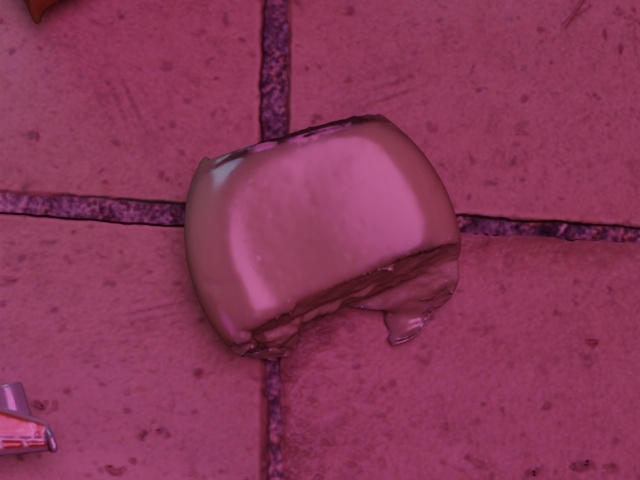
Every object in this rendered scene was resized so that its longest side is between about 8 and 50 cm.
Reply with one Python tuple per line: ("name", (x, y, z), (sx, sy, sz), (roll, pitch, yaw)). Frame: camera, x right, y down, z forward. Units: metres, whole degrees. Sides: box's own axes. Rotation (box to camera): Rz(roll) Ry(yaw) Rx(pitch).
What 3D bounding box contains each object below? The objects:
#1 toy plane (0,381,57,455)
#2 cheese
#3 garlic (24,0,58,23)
("toy plane", (-0.356, 0.208, 1.516), (0.245, 0.117, 0.244), (3, 74, -10))
("cheese", (0.000, 0.000, 1.649), (0.266, 0.127, 0.233), (-18, 81, -14))
("garlic", (-0.180, -0.352, 1.731), (0.338, 0.151, 0.196), (-19, 105, -24))
